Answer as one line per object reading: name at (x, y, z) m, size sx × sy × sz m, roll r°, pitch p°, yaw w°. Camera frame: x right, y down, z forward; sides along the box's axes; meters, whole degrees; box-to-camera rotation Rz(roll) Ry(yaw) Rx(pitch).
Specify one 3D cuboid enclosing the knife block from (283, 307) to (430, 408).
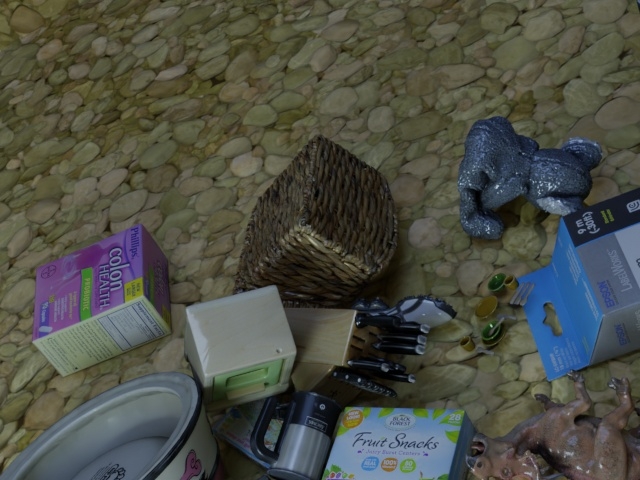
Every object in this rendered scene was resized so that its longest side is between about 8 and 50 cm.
knife block at (0.054, 0.153, 1.950) m, size 0.242 × 0.088 × 0.276 m, roll -46°, pitch 40°, yaw 21°

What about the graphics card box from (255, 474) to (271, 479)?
graphics card box at (-0.182, 0.537, 1.762) m, size 0.371 × 0.094 × 0.233 m, roll -31°, pitch 36°, yaw -2°

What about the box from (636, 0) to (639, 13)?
box at (0.766, -0.338, 1.953) m, size 0.395 × 0.293 × 0.212 m, roll -30°, pitch 40°, yaw -1°

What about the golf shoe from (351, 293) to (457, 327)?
golf shoe at (0.137, 0.146, 2.007) m, size 0.198 × 0.077 × 0.094 m, roll -8°, pitch 54°, yaw 35°

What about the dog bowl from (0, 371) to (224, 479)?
dog bowl at (-0.330, 0.393, 1.882) m, size 0.408 × 0.150 × 0.408 m, roll -26°, pitch 20°, yaw 10°

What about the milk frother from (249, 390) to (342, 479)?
milk frother at (-0.045, 0.316, 1.879) m, size 0.129 × 0.143 × 0.135 m, roll 17°, pitch 65°, yaw 5°

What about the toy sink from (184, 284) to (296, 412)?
toy sink at (-0.135, 0.191, 1.953) m, size 0.152 × 0.234 × 0.131 m, roll -13°, pitch 67°, yaw -14°

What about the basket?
basket at (0.000, 0.000, 2.155) m, size 0.223 × 0.213 × 0.299 m, roll -46°, pitch 22°, yaw 32°

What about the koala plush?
koala plush at (0.365, -0.110, 2.055) m, size 0.221 × 0.203 × 0.196 m, roll 13°, pitch 56°, yaw 25°

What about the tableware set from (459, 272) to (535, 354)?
tableware set at (0.281, 0.118, 1.960) m, size 0.104 × 0.024 × 0.154 m, roll 6°, pitch 57°, yaw 56°

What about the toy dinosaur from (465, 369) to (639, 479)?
toy dinosaur at (0.369, 0.300, 1.674) m, size 0.295 × 0.127 × 0.200 m, roll 8°, pitch 59°, yaw 21°

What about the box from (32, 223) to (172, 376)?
box at (-0.426, 0.115, 2.326) m, size 0.243 × 0.117 × 0.214 m, roll -21°, pitch 41°, yaw 9°

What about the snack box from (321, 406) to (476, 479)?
snack box at (0.116, 0.342, 1.810) m, size 0.207 × 0.070 × 0.174 m, roll -1°, pitch 48°, yaw 28°

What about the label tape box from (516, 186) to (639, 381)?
label tape box at (0.474, 0.051, 1.871) m, size 0.333 × 0.106 × 0.241 m, roll -21°, pitch 40°, yaw 10°

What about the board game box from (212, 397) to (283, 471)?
board game box at (-0.097, 0.317, 1.994) m, size 0.154 × 0.026 × 0.103 m, roll 24°, pitch 63°, yaw 44°
